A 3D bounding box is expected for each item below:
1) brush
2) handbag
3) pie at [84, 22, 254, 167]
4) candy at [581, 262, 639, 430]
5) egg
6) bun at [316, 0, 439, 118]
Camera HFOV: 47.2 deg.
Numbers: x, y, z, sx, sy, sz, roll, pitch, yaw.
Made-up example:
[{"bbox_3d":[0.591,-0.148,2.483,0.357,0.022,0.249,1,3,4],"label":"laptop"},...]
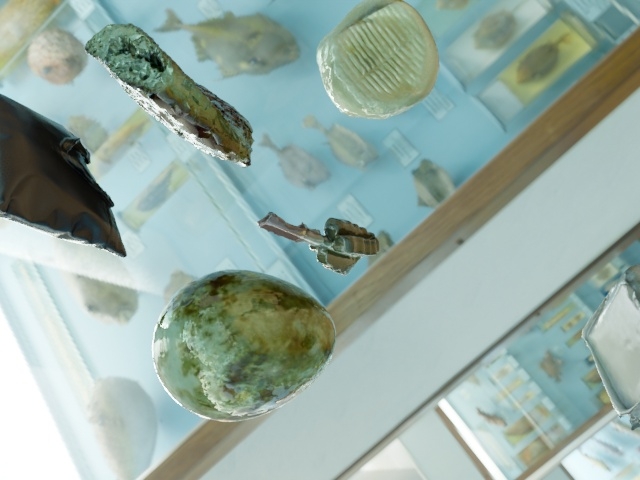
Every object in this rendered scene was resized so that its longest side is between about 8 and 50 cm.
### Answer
[{"bbox_3d":[0.000,0.000,1.080,0.071,0.084,0.301,55,-164,25],"label":"brush"},{"bbox_3d":[-0.372,-0.094,0.994,0.211,0.088,0.254,31,-157,-54],"label":"handbag"},{"bbox_3d":[-0.240,-0.240,1.228,0.354,0.103,0.288,37,-179,32],"label":"pie"},{"bbox_3d":[0.486,0.149,1.039,0.137,0.195,0.185,1,-134,-12],"label":"candy"},{"bbox_3d":[-0.120,0.162,1.164,0.238,0.289,0.238,174,90,-78],"label":"egg"},{"bbox_3d":[0.101,-0.326,1.342,0.229,0.229,0.145,47,171,-1],"label":"bun"}]
